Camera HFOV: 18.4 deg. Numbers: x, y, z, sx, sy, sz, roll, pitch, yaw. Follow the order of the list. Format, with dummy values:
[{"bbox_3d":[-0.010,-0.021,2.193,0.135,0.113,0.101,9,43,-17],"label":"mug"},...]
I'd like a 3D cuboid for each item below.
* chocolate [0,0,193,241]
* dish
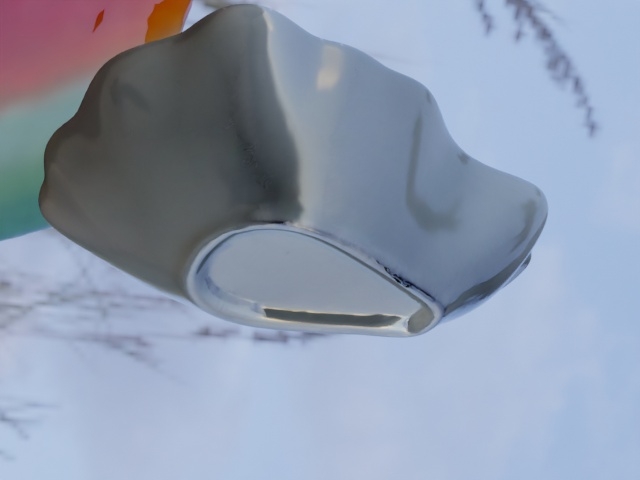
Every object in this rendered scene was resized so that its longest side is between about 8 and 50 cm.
[{"bbox_3d":[-0.177,-0.138,0.559,0.161,0.360,0.341,42,-52,28],"label":"chocolate"},{"bbox_3d":[0.000,0.000,0.487,0.091,0.137,0.039,-44,-142,36],"label":"dish"}]
